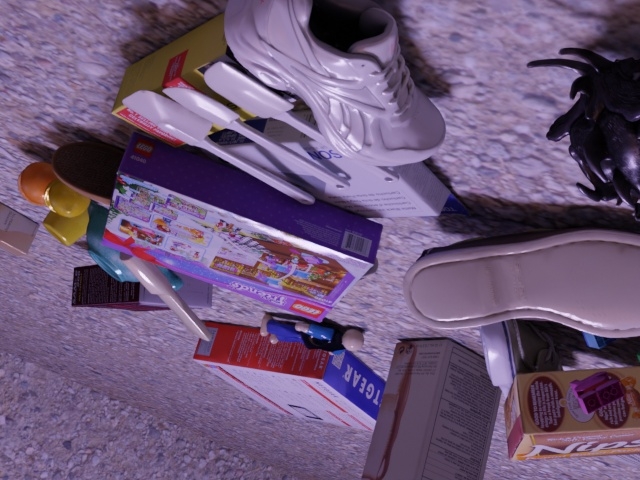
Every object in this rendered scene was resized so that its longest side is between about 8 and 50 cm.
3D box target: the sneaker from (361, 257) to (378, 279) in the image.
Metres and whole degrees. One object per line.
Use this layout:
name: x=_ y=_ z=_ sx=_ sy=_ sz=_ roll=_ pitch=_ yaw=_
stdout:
sneaker: x=0.000 y=0.000 z=1.206 sx=0.086 sy=0.064 sz=0.192 roll=-10 pitch=146 yaw=37

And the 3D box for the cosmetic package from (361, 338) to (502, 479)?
cosmetic package: x=0.176 y=0.322 z=1.523 sx=0.153 sy=0.296 sz=0.129 roll=32 pitch=154 yaw=-31

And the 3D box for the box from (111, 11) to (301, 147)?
box: x=-0.107 y=-0.152 z=0.908 sx=0.087 sy=0.058 sz=0.232 roll=29 pitch=157 yaw=-33

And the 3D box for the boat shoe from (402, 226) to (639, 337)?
boat shoe: x=0.256 y=0.039 z=1.035 sx=0.324 sy=0.117 sz=0.096 roll=-5 pitch=-167 yaw=25

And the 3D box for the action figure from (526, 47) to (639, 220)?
action figure: x=0.281 y=-0.059 z=0.727 sx=0.276 sy=0.141 sz=0.164 roll=51 pitch=160 yaw=-9

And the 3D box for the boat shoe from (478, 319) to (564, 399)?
boat shoe: x=0.285 y=0.159 z=1.337 sx=0.094 sy=0.109 sz=0.302 roll=-15 pitch=153 yaw=14

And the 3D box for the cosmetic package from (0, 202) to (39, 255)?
cosmetic package: x=-0.529 y=-0.025 z=1.570 sx=0.041 sy=0.060 sz=0.115 roll=-4 pitch=151 yaw=44

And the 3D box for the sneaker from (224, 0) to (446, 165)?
sneaker: x=0.035 y=-0.139 z=0.791 sx=0.232 sy=0.090 sz=0.115 roll=31 pitch=152 yaw=-31

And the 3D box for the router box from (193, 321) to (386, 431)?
router box: x=-0.035 y=0.276 z=1.883 sx=0.301 sy=0.082 sz=0.335 roll=4 pitch=155 yaw=32

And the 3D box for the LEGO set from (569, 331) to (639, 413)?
LEGO set: x=0.362 y=0.101 z=1.074 sx=0.227 sy=0.087 sz=0.093 roll=-24 pitch=-176 yaw=-9

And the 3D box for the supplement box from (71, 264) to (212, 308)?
supplement box: x=-0.295 y=0.076 z=1.564 sx=0.130 sy=0.073 sz=0.239 roll=9 pitch=169 yaw=-41

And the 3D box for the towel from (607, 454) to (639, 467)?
towel: x=0.518 y=0.312 z=1.557 sx=0.324 sy=0.056 sz=0.312 roll=28 pitch=157 yaw=-22

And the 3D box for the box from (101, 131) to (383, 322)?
box: x=-0.099 y=-0.007 z=1.103 sx=0.293 sy=0.057 sz=0.201 roll=20 pitch=152 yaw=-9

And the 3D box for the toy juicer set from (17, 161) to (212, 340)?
toy juicer set: x=-0.273 y=-0.014 z=1.282 sx=0.329 sy=0.089 sz=0.209 roll=32 pitch=160 yaw=26

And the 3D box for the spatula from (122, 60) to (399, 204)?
spatula: x=-0.053 y=-0.096 z=0.917 sx=0.242 sy=0.019 sz=0.168 roll=26 pitch=153 yaw=-38

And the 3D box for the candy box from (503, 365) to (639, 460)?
candy box: x=0.411 y=0.228 z=1.263 sx=0.316 sy=0.088 sz=0.183 roll=-3 pitch=156 yaw=4

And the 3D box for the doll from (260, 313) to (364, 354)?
doll: x=-0.012 y=0.164 z=1.634 sx=0.189 sy=0.046 sz=0.129 roll=6 pitch=157 yaw=30

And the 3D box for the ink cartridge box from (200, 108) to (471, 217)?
ink cartridge box: x=0.018 y=-0.064 z=1.044 sx=0.223 sy=0.045 sz=0.224 roll=-1 pitch=152 yaw=40

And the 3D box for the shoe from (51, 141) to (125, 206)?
shoe: x=-0.235 y=-0.063 z=1.210 sx=0.219 sy=0.077 sz=0.058 roll=18 pitch=154 yaw=-5
